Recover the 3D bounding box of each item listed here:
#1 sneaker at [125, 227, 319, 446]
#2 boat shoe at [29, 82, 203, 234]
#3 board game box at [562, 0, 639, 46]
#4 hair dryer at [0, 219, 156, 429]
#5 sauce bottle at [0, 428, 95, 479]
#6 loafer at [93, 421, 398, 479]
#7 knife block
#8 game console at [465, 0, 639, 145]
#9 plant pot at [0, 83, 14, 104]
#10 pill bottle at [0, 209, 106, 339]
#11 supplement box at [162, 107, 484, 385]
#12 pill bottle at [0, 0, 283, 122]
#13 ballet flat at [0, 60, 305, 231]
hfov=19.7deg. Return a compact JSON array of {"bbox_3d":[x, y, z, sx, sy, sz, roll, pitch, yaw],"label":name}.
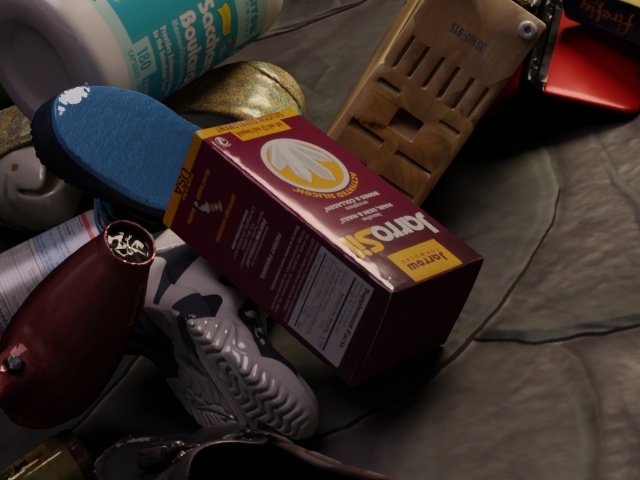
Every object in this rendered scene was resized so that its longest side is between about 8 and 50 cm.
[{"bbox_3d":[-0.051,0.049,1.279,0.153,0.094,0.235,-30,38,-33],"label":"sneaker"},{"bbox_3d":[-0.126,-0.040,1.384,0.089,0.258,0.109,-20,61,34],"label":"boat shoe"},{"bbox_3d":[0.329,-0.194,1.417,0.165,0.042,0.243,-37,43,-22],"label":"board game box"},{"bbox_3d":[-0.207,0.104,1.195,0.293,0.080,0.223,-48,-3,2],"label":"hair dryer"},{"bbox_3d":[-0.212,0.177,1.240,0.128,0.042,0.042,-34,31,-20],"label":"sauce bottle"},{"bbox_3d":[-0.037,0.151,1.104,0.302,0.095,0.109,11,44,45],"label":"loafer"},{"bbox_3d":[0.093,-0.145,1.453,0.276,0.088,0.242,-55,4,7],"label":"knife block"},{"bbox_3d":[0.190,-0.127,1.479,0.124,0.085,0.144,-43,16,35],"label":"game console"},{"bbox_3d":[-0.247,-0.226,1.733,0.254,0.276,0.276,23,52,38],"label":"plant pot"},{"bbox_3d":[-0.223,0.047,1.412,0.160,0.087,0.087,-26,30,-4],"label":"pill bottle"},{"bbox_3d":[0.000,0.000,1.230,0.188,0.081,0.104,39,35,26],"label":"supplement box"},{"bbox_3d":[-0.130,-0.197,1.473,0.146,0.146,0.264,12,40,46],"label":"pill bottle"},{"bbox_3d":[-0.181,-0.064,1.543,0.348,0.123,0.123,-13,31,15],"label":"ballet flat"}]
